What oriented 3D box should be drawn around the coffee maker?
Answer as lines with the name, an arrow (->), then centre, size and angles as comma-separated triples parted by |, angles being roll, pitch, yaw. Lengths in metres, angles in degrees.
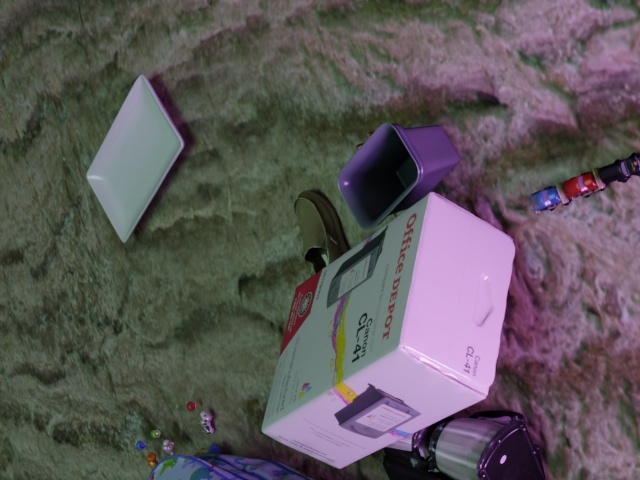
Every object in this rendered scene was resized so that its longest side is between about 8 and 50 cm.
coffee maker -> 0.170, 0.282, 1.539 | 0.178, 0.120, 0.171 | 10, 110, 48

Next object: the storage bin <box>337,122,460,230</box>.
storage bin -> 0.096, -0.088, 1.529 | 0.135, 0.091, 0.098 | -47, 66, 45

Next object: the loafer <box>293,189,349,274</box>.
loafer -> 0.000, 0.000, 1.701 | 0.056, 0.050, 0.148 | -44, 68, 47

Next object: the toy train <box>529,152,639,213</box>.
toy train -> 0.281, -0.059, 1.362 | 0.158, 0.036, 0.027 | -24, 83, 50

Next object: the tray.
tray -> -0.289, -0.128, 2.017 | 0.145, 0.030, 0.270 | 59, 138, 19

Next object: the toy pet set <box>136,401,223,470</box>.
toy pet set -> -0.204, 0.329, 1.999 | 0.114, 0.122, 0.065 | 58, 149, -10

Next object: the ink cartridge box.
ink cartridge box -> 0.075, 0.113, 1.508 | 0.306, 0.131, 0.226 | -39, 29, 49

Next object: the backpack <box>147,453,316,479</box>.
backpack -> -0.110, 0.437, 1.823 | 0.355, 0.273, 0.290 | -150, 74, -67
